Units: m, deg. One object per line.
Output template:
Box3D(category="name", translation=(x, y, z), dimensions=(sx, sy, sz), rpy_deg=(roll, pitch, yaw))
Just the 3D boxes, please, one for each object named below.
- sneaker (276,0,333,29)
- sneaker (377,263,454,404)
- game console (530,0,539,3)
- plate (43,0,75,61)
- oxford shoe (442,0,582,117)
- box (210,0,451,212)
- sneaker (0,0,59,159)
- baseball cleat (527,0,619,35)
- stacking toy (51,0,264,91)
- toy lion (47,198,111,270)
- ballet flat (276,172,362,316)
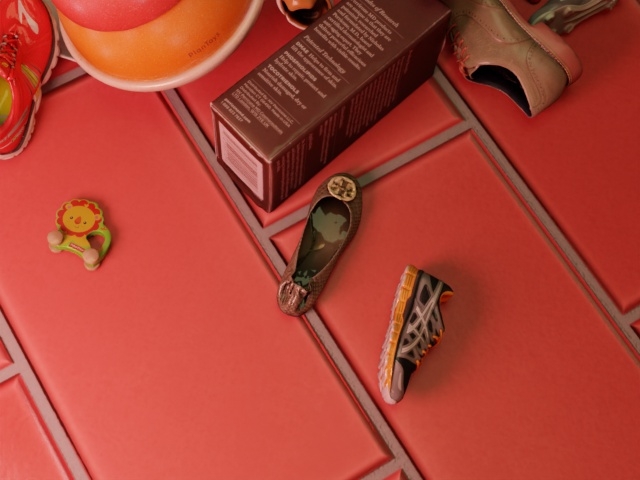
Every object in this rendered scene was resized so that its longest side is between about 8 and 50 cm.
Box3D(category="sneaker", translation=(-0.030, -0.385, 1.578), dimensions=(0.106, 0.290, 0.123), rpy_deg=(-8, 95, 8))
Box3D(category="sneaker", translation=(0.137, 0.139, 1.458), dimensions=(0.083, 0.084, 0.214), rpy_deg=(18, 67, -1))
Box3D(category="game console", translation=(0.359, -0.500, 1.761), dimensions=(0.124, 0.085, 0.144), rpy_deg=(25, 65, 40))
Box3D(category="plate", translation=(-0.391, -0.411, 1.667), dimensions=(0.277, 0.045, 0.277), rpy_deg=(17, 68, 3))
Box3D(category="oxford shoe", translation=(0.255, -0.339, 1.636), dimensions=(0.348, 0.123, 0.130), rpy_deg=(39, 78, 14))
Box3D(category="box", translation=(0.015, -0.236, 1.541), dimensions=(0.381, 0.191, 0.143), rpy_deg=(-39, 75, -17))
Box3D(category="sneaker", translation=(-0.475, -0.264, 1.536), dimensions=(0.107, 0.118, 0.278), rpy_deg=(5, 82, 3))
Box3D(category="baseball cleat", translation=(0.422, -0.413, 1.710), dimensions=(0.206, 0.072, 0.109), rpy_deg=(-23, 58, -17))
Box3D(category="stacking toy", translation=(-0.299, -0.448, 1.380), dimensions=(0.351, 0.480, 0.350), rpy_deg=(-4, 73, 14))
Box3D(category="toy lion", translation=(-0.360, -0.015, 1.520), dimensions=(0.100, 0.034, 0.096), rpy_deg=(27, 62, 7))
Box3D(category="ballet flat", translation=(0.000, 0.000, 1.517), dimensions=(0.084, 0.058, 0.249), rpy_deg=(24, 69, 6))
